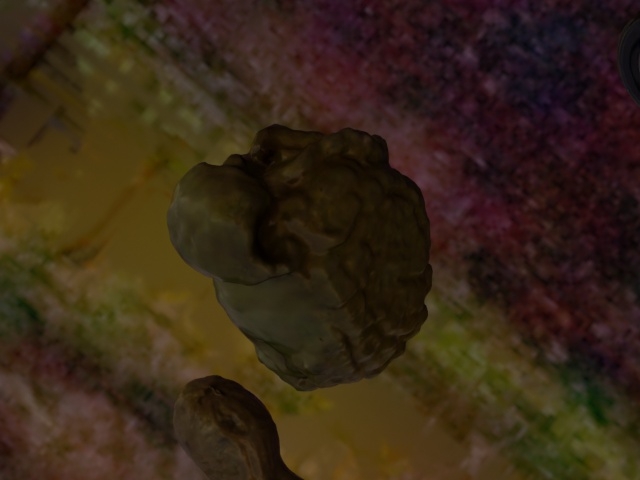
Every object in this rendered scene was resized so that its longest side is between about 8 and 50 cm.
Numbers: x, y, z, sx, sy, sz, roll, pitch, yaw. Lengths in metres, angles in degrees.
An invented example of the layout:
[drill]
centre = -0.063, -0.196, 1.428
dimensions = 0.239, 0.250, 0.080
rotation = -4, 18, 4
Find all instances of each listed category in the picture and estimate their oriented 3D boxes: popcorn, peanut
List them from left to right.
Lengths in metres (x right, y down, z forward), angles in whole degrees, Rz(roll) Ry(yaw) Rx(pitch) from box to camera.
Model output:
[peanut]
centre = -0.071, 0.240, 1.419
dimensions = 0.229, 0.098, 0.103
rotation = 55, 175, 10
[popcorn]
centre = 0.000, 0.000, 1.253
dimensions = 0.174, 0.225, 0.286
rotation = 14, 149, 43

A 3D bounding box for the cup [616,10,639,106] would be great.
[cup]
centre = 0.535, -0.284, 1.752
dimensions = 0.178, 0.256, 0.255
rotation = 52, 135, 5
